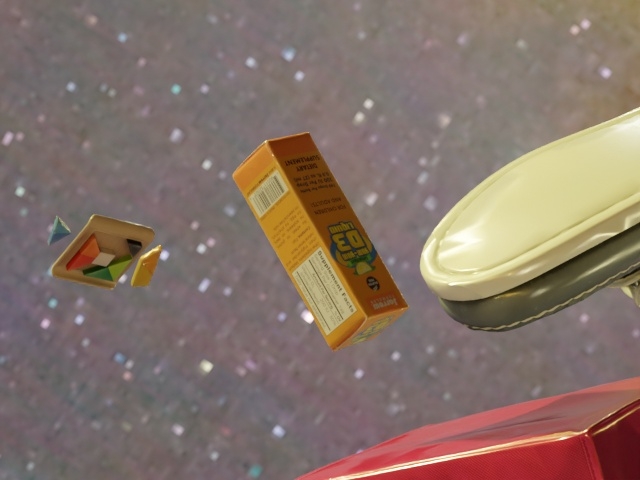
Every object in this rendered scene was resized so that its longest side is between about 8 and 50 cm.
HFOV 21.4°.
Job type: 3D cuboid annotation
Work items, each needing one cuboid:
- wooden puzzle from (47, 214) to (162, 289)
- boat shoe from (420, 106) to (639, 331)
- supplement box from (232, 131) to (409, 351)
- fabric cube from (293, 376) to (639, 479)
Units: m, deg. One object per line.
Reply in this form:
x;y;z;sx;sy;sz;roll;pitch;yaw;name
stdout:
-0.185;0.012;1.454;0.116;0.078;0.014;8;-140;-35;wooden puzzle
0.184;-0.016;0.862;0.319;0.099;0.116;-29;-157;-34;boat shoe
0.000;0.000;1.849;0.078;0.080;0.233;-15;-109;-46;supplement box
0.166;0.259;1.273;0.254;0.258;0.259;-10;-95;-60;fabric cube
